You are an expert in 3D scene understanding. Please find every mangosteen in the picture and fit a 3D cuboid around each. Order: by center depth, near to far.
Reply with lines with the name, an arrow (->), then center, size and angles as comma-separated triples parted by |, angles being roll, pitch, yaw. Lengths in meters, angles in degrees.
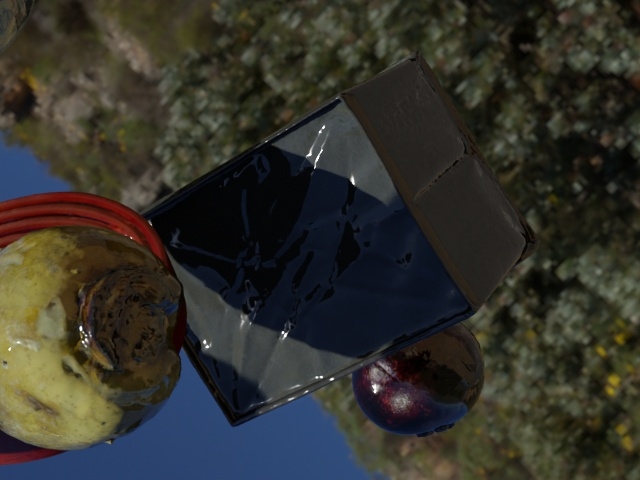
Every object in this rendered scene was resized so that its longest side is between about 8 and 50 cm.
mangosteen -> 0.137, 0.181, 1.891 | 0.210, 0.210, 0.210 | 39, -163, -14

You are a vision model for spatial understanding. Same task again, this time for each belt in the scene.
belt -> -0.287, 0.088, 1.224 | 0.115, 0.324, 0.227 | 77, 170, -63

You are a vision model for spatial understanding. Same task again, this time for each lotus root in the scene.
lotus root -> -0.188, 0.073, 0.929 | 0.154, 0.154, 0.278 | 39, 156, -15

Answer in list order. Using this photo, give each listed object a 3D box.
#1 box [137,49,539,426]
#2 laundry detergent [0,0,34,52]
box -> 0.001, 0.000, 1.381 | 0.251, 0.345, 0.204 | 59, -149, -4
laundry detergent -> -0.473, -0.411, 1.786 | 0.105, 0.280, 0.215 | 5, -138, 11
